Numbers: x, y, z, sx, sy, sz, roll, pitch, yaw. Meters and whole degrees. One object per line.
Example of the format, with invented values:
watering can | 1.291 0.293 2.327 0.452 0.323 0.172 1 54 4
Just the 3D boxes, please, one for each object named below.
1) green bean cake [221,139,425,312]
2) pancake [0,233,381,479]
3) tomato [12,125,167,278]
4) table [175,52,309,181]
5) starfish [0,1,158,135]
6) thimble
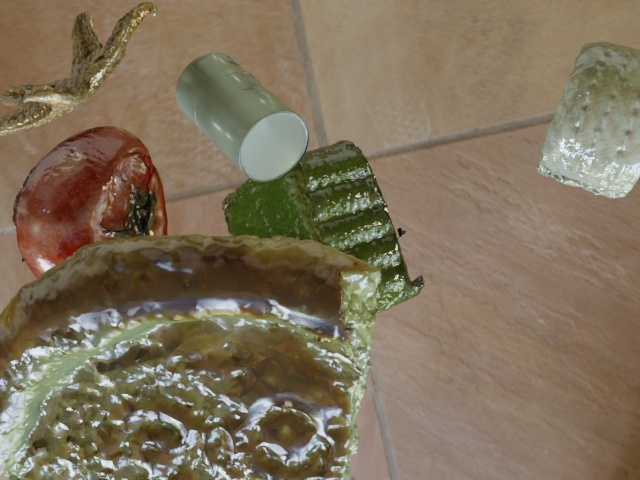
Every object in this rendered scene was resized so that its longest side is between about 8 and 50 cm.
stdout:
green bean cake | 0.000 0.000 1.568 0.218 0.335 0.319 -20 91 -37
pancake | -0.145 0.141 0.722 0.427 0.067 0.304 -7 111 10
tomato | -0.243 -0.025 1.001 0.101 0.228 0.228 2 106 24
table | -0.129 -0.200 1.356 0.126 0.220 0.126 -22 135 -24
starfish | -0.407 -0.259 1.355 0.375 0.327 0.094 -39 118 2
thimble | 0.557 -0.233 1.647 0.195 0.291 0.291 21 105 16
